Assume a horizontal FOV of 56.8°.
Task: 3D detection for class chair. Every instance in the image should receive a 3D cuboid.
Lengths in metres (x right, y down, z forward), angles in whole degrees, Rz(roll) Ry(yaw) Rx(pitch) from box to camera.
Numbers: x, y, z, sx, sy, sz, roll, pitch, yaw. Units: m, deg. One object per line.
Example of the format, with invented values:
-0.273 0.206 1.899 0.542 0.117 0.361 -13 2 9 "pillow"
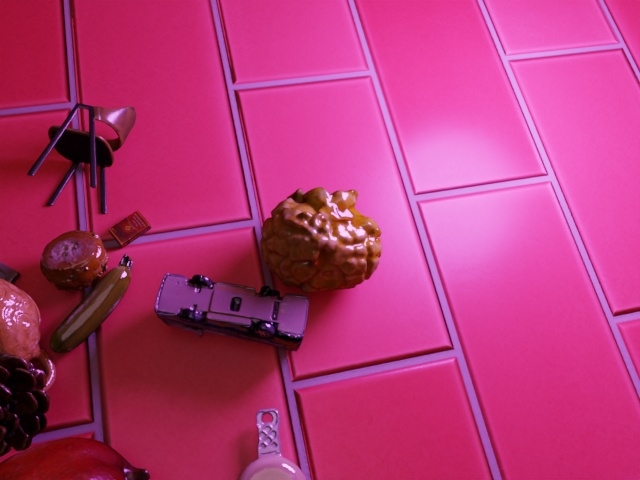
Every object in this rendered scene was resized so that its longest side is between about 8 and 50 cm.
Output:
-0.539 -0.208 1.375 0.172 0.159 0.247 8 67 -7 "chair"

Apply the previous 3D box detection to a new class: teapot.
-0.644 0.175 1.204 0.311 0.203 0.167 52 26 -6 "teapot"

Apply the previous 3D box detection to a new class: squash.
-0.481 0.141 1.280 0.066 0.066 0.252 33 67 8 "squash"

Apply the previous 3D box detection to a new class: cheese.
-0.081 0.473 1.185 0.163 0.071 0.249 16 65 0 "cheese"

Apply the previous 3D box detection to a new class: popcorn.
0.000 0.000 1.321 0.270 0.224 0.257 41 51 20 "popcorn"

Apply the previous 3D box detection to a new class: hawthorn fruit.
-0.477 0.488 1.024 0.295 0.295 0.311 26 41 4 "hawthorn fruit"

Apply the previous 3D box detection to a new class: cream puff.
-0.535 0.048 1.295 0.143 0.103 0.126 -15 56 -13 "cream puff"

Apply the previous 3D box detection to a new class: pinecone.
-0.594 0.308 1.058 0.207 0.208 0.208 3 67 -6 "pinecone"

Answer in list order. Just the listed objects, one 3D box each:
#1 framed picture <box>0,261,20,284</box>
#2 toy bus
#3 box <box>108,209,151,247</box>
-0.856 0.087 1.282 0.314 0.024 0.232 29 65 5 "framed picture"
-0.188 0.157 1.276 0.316 0.138 0.113 12 61 0 "toy bus"
-0.444 -0.027 1.381 0.082 0.023 0.051 -38 75 -20 "box"
